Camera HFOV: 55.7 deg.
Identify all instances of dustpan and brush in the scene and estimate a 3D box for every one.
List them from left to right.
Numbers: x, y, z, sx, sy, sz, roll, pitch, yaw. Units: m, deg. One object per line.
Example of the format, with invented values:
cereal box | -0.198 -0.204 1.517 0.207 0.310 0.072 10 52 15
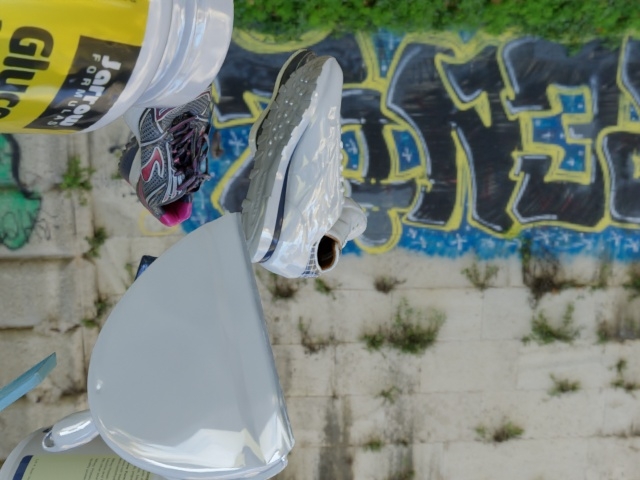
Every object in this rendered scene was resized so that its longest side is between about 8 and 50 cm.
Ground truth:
dustpan and brush | -0.109 0.091 0.368 0.211 0.147 0.060 -25 153 16

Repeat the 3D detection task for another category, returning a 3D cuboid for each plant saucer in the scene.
plant saucer | -0.414 0.209 0.757 0.192 0.018 0.067 -35 -168 3

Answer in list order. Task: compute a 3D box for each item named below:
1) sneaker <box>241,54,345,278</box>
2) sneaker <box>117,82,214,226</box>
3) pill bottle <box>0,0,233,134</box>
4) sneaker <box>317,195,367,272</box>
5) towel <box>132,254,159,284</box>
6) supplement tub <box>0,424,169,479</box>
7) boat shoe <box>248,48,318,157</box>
sneaker | -0.015 -0.077 0.641 0.094 0.235 0.090 19 176 -27
sneaker | -0.190 -0.126 0.815 0.120 0.112 0.299 -29 169 -28
pill bottle | -0.211 -0.156 0.347 0.187 0.188 0.334 7 -169 32
sneaker | 0.000 0.000 0.942 0.106 0.123 0.290 -38 160 26
towel | -0.207 0.081 0.761 0.067 0.120 0.029 10 -171 -35
supplement tub | -0.258 0.377 0.852 0.324 0.236 0.235 -4 -170 10
boat shoe | -0.042 -0.233 1.040 0.079 0.233 0.084 7 152 30
